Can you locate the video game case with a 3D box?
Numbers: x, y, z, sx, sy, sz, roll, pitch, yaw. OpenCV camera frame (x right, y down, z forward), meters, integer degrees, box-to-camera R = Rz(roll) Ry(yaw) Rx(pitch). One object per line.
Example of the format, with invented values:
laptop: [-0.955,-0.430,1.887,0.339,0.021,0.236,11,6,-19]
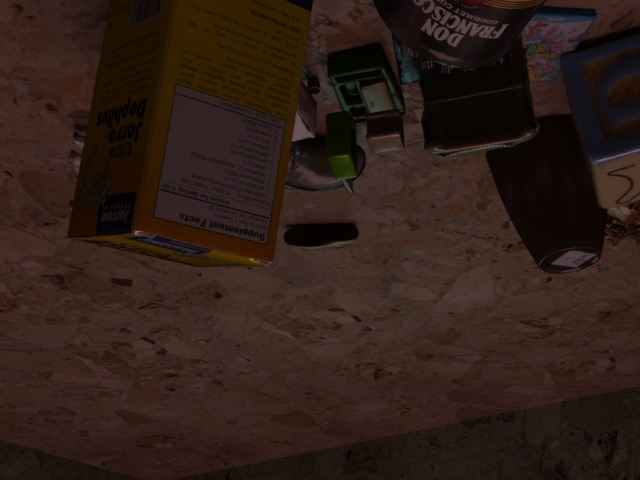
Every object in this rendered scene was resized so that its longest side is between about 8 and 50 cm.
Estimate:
video game case: [0.329,-0.294,1.509,0.119,0.015,0.166,0,154,-12]

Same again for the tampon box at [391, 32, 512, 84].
tampon box: [0.177,-0.299,1.368,0.161,0.101,0.120,-9,155,5]

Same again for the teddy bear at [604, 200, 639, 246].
teddy bear: [0.700,-0.051,2.015,0.338,0.113,0.245,-1,148,7]

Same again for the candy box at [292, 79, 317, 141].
candy box: [-0.125,-0.209,1.487,0.196,0.070,0.165,-8,149,20]

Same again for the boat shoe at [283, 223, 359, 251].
boat shoe: [0.000,-0.002,2.008,0.153,0.056,0.048,-8,151,-13]

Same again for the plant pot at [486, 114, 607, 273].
plant pot: [0.419,-0.067,1.751,0.215,0.230,0.215,-5,154,-2]

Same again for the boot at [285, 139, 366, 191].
boot: [-0.045,-0.148,1.646,0.247,0.083,0.161,-3,160,-1]

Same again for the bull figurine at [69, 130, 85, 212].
bull figurine: [-0.315,-0.123,1.640,0.188,0.101,0.310,5,151,-13]

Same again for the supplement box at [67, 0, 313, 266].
supplement box: [-0.164,-0.157,1.254,0.194,0.356,0.195,15,169,-36]

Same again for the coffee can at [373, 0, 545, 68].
coffee can: [0.200,-0.359,1.135,0.202,0.201,0.275,4,152,-19]

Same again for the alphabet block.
alphabet block: [0.495,-0.187,1.545,0.192,0.193,0.197,-14,156,14]

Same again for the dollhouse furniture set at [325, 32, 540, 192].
dollhouse furniture set: [0.169,-0.182,1.482,0.302,0.197,0.151,-8,153,13]

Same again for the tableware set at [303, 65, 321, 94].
tableware set: [-0.073,-0.226,1.560,0.154,0.024,0.104,-16,153,20]
